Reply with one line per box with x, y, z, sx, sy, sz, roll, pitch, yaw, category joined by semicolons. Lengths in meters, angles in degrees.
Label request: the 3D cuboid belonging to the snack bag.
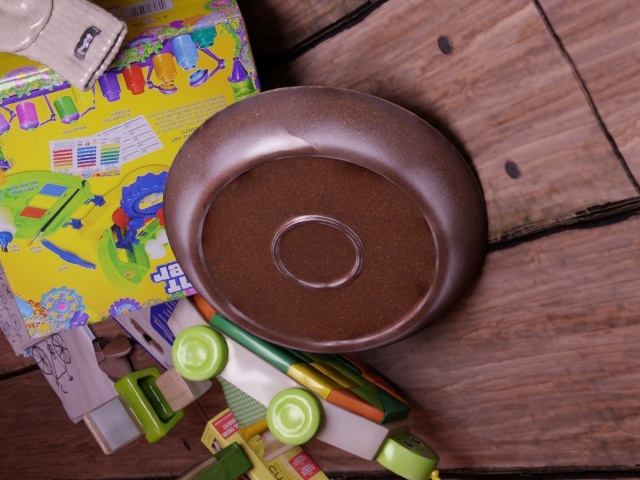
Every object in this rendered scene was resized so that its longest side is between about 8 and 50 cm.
-0.459;0.158;2.270;0.343;0.037;0.323;58;149;-4;snack bag

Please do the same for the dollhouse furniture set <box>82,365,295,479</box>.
-0.143;0.207;1.652;0.301;0.151;0.198;-37;84;40;dollhouse furniture set

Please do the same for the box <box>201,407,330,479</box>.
-0.051;0.315;1.786;0.232;0.087;0.058;47;146;17;box

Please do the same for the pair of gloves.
-0.229;-0.273;1.225;0.204;0.240;0.042;26;179;18;pair of gloves

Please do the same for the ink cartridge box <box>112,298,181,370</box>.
-0.204;0.021;1.746;0.175;0.069;0.371;40;144;25;ink cartridge box

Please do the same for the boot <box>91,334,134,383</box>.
-0.307;0.190;2.084;0.118;0.042;0.087;7;130;54;boot

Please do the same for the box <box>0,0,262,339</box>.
-0.195;-0.091;1.360;0.177;0.289;0.279;-111;7;-60;box

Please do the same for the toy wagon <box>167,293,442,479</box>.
0.002;0.163;1.434;0.344;0.068;0.267;31;-173;18;toy wagon

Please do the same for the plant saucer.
0.000;0.000;1.267;0.310;0.050;0.311;4;129;6;plant saucer
